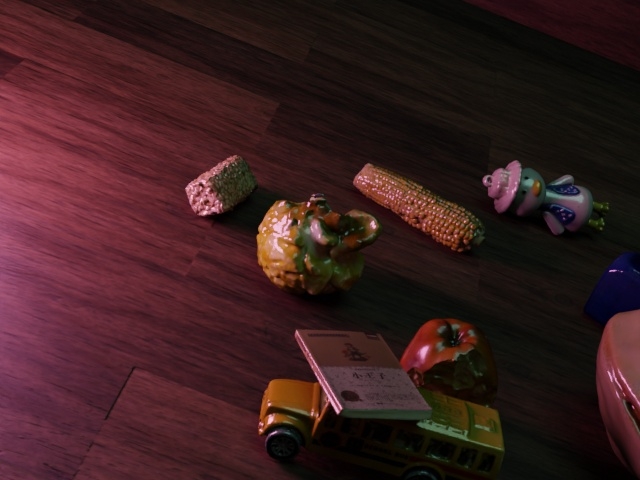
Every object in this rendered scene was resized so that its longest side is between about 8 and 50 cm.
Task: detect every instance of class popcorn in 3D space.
[{"bbox_3d":[0.000,0.000,1.748,0.198,0.212,0.198,24,53,-36],"label":"popcorn"}]

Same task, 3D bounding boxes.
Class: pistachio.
[{"bbox_3d":[0.598,0.291,1.618,0.365,0.281,0.445,5,47,-43],"label":"pistachio"}]

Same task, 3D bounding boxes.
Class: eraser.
[{"bbox_3d":[0.667,0.164,1.939,0.332,0.155,0.101,38,36,24],"label":"eraser"}]

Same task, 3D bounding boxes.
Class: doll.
[{"bbox_3d":[0.486,-0.090,2.255,0.293,0.138,0.119,18,-9,-12],"label":"doll"}]

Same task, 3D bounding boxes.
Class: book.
[{"bbox_3d":[0.056,0.183,1.437,0.138,0.016,0.198,5,25,-23],"label":"book"}]

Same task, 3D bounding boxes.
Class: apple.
[{"bbox_3d":[0.195,0.200,1.583,0.156,0.158,0.147,12,19,2],"label":"apple"}]

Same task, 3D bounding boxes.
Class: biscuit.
[{"bbox_3d":[-0.176,-0.097,1.891,0.070,0.082,0.168,-15,15,28],"label":"biscuit"}]

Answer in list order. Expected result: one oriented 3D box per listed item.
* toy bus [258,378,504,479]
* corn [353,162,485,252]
[{"bbox_3d":[0.086,0.262,1.459,0.336,0.123,0.121,17,29,-6],"label":"toy bus"},{"bbox_3d":[0.196,-0.065,2.071,0.288,0.086,0.086,30,32,14],"label":"corn"}]
